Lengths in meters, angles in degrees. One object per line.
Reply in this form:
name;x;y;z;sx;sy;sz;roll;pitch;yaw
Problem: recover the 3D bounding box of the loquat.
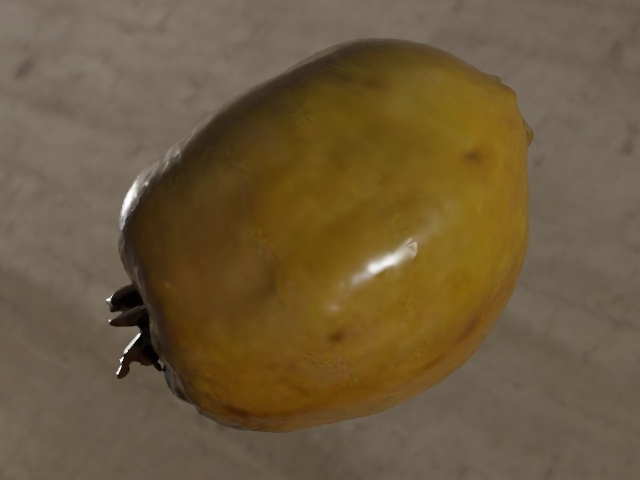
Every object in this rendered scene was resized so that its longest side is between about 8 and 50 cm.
loquat;0.000;0.000;0.842;0.176;0.234;0.187;54;-9;12
